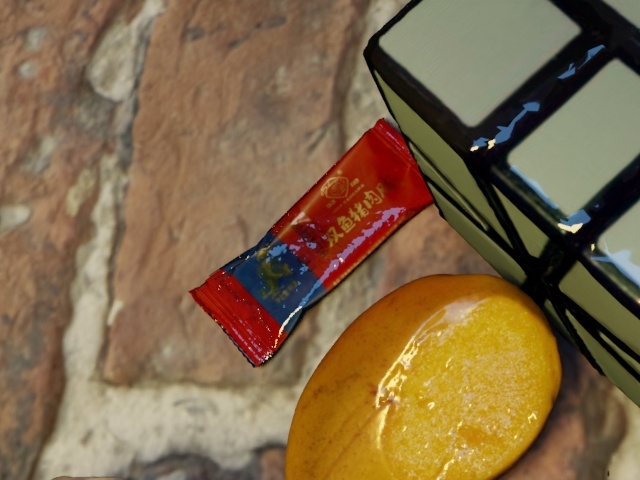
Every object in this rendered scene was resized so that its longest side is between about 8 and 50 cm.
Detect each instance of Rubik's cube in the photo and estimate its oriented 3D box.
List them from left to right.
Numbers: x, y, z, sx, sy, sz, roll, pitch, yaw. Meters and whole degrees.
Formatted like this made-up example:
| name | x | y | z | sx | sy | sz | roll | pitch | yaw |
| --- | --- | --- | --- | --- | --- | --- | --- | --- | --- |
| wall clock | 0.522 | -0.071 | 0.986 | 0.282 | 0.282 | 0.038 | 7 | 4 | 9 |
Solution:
| name | x | y | z | sx | sy | sz | roll | pitch | yaw |
| --- | --- | --- | --- | --- | --- | --- | --- | --- | --- |
| Rubik's cube | 0.236 | -0.065 | 0.805 | 0.283 | 0.288 | 0.293 | -45 | 67 | -4 |

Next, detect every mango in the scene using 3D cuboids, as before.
| name | x | y | z | sx | sy | sz | roll | pitch | yaw |
| --- | --- | --- | --- | --- | --- | --- | --- | --- | --- |
| mango | 0.062 | 0.115 | 0.891 | 0.141 | 0.102 | 0.217 | 43 | 91 | 1 |

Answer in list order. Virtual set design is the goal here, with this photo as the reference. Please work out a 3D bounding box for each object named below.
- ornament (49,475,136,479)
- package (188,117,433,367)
| name | x | y | z | sx | sy | sz | roll | pitch | yaw |
| --- | --- | --- | --- | --- | --- | --- | --- | --- | --- |
| ornament | -0.138 | 0.258 | 0.804 | 0.260 | 0.259 | 0.225 | -1 | 72 | 16 |
| package | 0.000 | 0.000 | 0.991 | 0.200 | 0.022 | 0.083 | -43 | 65 | -4 |
